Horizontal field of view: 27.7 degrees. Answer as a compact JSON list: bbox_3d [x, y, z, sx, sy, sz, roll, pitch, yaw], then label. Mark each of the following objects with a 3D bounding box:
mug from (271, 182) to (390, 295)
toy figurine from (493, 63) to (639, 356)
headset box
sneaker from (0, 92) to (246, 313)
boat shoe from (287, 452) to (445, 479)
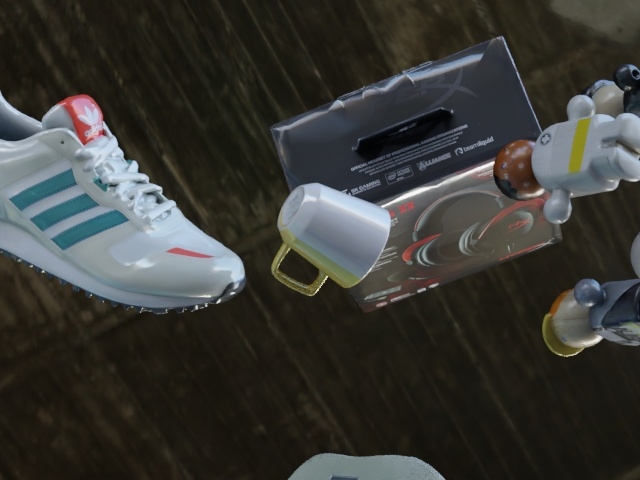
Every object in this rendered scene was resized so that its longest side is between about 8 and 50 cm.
[{"bbox_3d":[0.002,-0.002,0.901,0.064,0.062,0.078,29,-99,-22],"label":"mug"},{"bbox_3d":[0.251,-0.027,1.040,0.209,0.148,0.213,-31,-77,-35],"label":"toy figurine"},{"bbox_3d":[0.094,-0.054,1.183,0.218,0.110,0.293,-21,-22,6],"label":"headset box"},{"bbox_3d":[-0.105,-0.023,0.592,0.161,0.057,0.075,21,-71,18],"label":"sneaker"},{"bbox_3d":[0.052,0.222,1.033,0.081,0.227,0.079,47,-112,-19],"label":"boat shoe"}]
